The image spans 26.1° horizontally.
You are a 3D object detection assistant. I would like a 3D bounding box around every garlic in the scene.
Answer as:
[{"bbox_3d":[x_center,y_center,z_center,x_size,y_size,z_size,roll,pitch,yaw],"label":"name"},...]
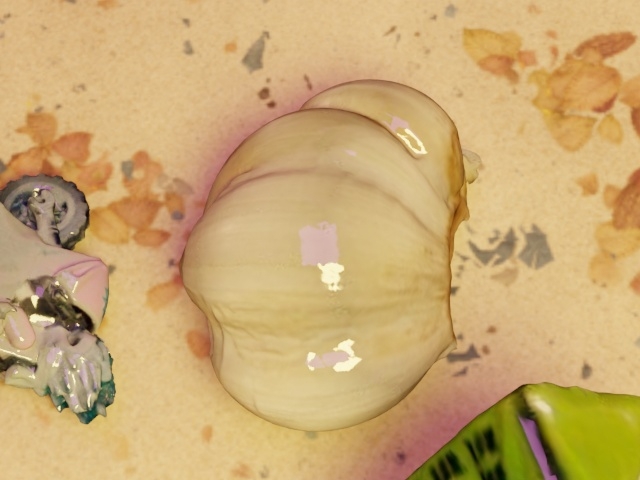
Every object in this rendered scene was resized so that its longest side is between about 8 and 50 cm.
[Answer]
[{"bbox_3d":[-0.006,-0.001,0.986,0.203,0.185,0.281,-2,67,22],"label":"garlic"}]

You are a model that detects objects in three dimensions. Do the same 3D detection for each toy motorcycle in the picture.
[{"bbox_3d":[-0.237,0.065,1.002,0.239,0.108,0.204,-39,71,-13],"label":"toy motorcycle"}]

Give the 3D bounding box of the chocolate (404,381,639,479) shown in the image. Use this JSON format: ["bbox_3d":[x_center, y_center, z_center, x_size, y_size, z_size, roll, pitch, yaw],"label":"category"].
[{"bbox_3d":[0.139,0.266,0.804,0.137,0.301,0.289,-8,62,-32],"label":"chocolate"}]
